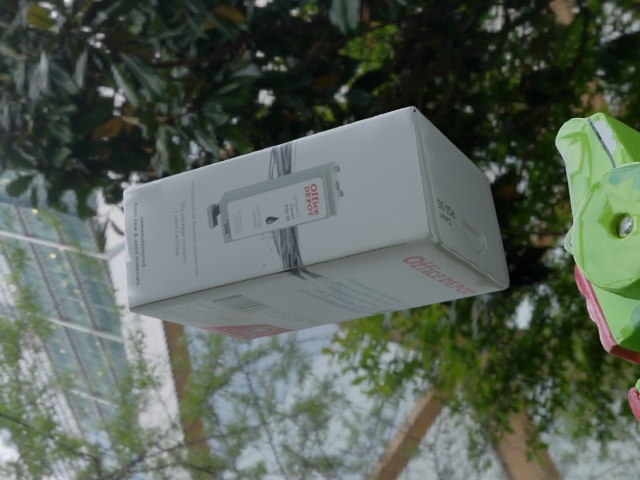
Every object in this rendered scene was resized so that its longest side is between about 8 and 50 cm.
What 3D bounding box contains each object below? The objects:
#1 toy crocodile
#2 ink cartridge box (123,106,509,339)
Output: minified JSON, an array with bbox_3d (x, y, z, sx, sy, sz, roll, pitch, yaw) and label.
[{"bbox_3d":[0.194,0.066,0.460,0.115,0.340,0.105,16,-50,-35],"label":"toy crocodile"},{"bbox_3d":[0.000,0.000,0.857,0.207,0.283,0.117,27,-127,-60],"label":"ink cartridge box"}]
